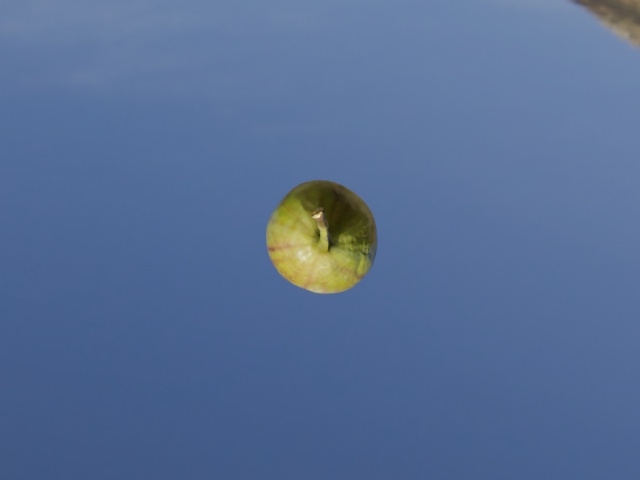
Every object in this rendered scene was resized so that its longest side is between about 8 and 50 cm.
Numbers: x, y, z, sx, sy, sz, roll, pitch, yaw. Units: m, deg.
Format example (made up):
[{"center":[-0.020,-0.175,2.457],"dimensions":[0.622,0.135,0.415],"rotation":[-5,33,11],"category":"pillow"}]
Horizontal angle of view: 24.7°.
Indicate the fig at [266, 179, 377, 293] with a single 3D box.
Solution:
[{"center":[-0.013,-0.003,1.113],"dimensions":[0.093,0.093,0.166],"rotation":[23,-172,19],"category":"fig"}]
